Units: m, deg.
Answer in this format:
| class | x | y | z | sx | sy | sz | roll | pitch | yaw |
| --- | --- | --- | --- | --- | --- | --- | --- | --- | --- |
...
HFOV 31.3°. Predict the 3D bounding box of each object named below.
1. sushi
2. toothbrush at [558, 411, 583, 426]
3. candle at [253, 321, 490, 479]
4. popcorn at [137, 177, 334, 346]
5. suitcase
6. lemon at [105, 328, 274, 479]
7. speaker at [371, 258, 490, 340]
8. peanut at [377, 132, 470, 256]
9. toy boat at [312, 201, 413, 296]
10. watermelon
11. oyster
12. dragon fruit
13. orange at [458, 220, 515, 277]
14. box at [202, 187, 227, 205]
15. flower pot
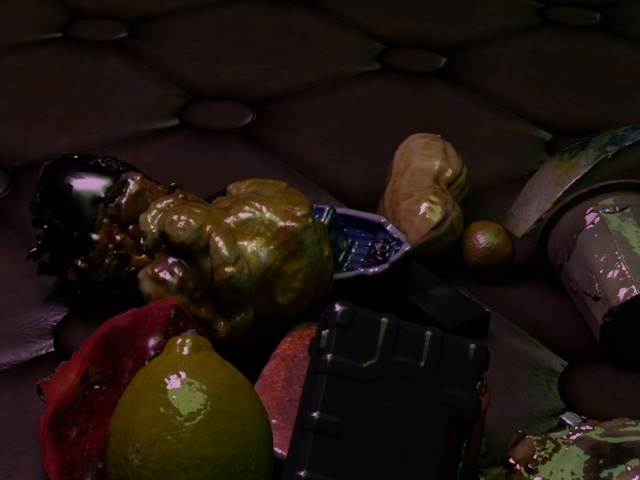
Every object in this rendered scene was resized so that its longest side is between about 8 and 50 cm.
| class | x | y | z | sx | sy | sz | roll | pitch | yaw |
| --- | --- | --- | --- | --- | --- | --- | --- | --- | --- |
| sushi | -0.297 | -0.014 | 1.662 | 0.204 | 0.200 | 0.213 | 16 | 11 | 21 |
| toothbrush | 0.379 | 0.279 | 1.418 | 0.019 | 0.016 | 0.219 | -30 | 43 | -21 |
| candle | 0.042 | 0.197 | 1.422 | 0.317 | 0.131 | 0.287 | -11 | 32 | -22 |
| popcorn | -0.112 | 0.031 | 1.530 | 0.276 | 0.276 | 0.225 | -22 | 68 | -33 |
| suitcase | 0.068 | 0.224 | 1.254 | 0.206 | 0.066 | 0.286 | 17 | 70 | -11 |
| lemon | -0.140 | 0.222 | 1.230 | 0.184 | 0.248 | 0.184 | -1 | 3 | 0 |
| speaker | 0.146 | 0.081 | 1.683 | 0.082 | 0.044 | 0.218 | -19 | 38 | -31 |
| peanut | 0.167 | -0.071 | 1.833 | 0.147 | 0.147 | 0.305 | 8 | 35 | 9 |
| toy boat | 0.000 | 0.000 | 1.673 | 0.309 | 0.142 | 0.129 | 8 | 57 | 32 |
| watermelon | 0.438 | -0.061 | 1.766 | 0.310 | 0.232 | 0.193 | -45 | 51 | -15 |
| oyster | 0.361 | 0.281 | 1.328 | 0.361 | 0.096 | 0.221 | -15 | 34 | -12 |
| dragon fruit | -0.246 | 0.200 | 1.384 | 0.211 | 0.134 | 0.262 | 12 | 67 | 39 |
| orange | 0.254 | 0.012 | 1.761 | 0.085 | 0.085 | 0.095 | -18 | 53 | -30 |
| box | -0.153 | -0.039 | 1.865 | 0.126 | 0.027 | 0.125 | 27 | 40 | 34 |
| flower pot | 0.429 | 0.053 | 1.628 | 0.212 | 0.212 | 0.203 | -1 | 43 | -6 |
